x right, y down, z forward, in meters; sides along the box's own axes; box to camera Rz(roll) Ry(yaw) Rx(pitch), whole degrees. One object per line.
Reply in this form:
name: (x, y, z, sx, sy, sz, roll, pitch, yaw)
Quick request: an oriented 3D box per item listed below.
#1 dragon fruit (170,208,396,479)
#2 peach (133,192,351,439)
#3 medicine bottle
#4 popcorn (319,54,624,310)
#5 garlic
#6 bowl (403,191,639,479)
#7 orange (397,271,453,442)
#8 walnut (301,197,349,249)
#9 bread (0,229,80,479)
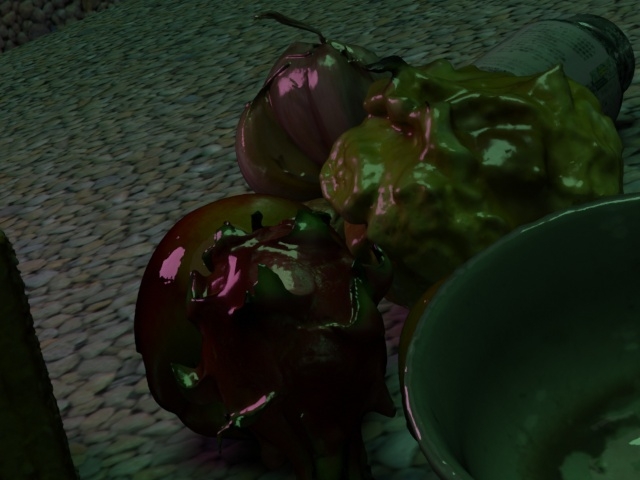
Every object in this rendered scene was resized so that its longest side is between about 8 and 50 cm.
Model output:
dragon fruit: (-0.018, 0.091, 1.010, 0.137, 0.236, 0.135, 5, -17, -23)
peach: (-0.049, 0.054, 1.186, 0.197, 0.197, 0.197, -15, 19, 5)
medicine bottle: (0.210, -0.133, 1.554, 0.141, 0.141, 0.293, -1, 25, 38)
popcorn: (0.125, -0.053, 1.282, 0.249, 0.225, 0.249, -15, 9, 2)
garlic: (0.014, -0.134, 1.650, 0.207, 0.257, 0.207, -3, 63, 7)
bowl: (0.196, 0.110, 0.841, 0.289, 0.146, 0.289, -7, 36, 5)
orange: (0.120, 0.090, 1.007, 0.134, 0.155, 0.154, -46, -3, 40)
walnut: (0.000, 0.000, 1.459, 0.079, 0.082, 0.096, -42, -3, 34)
bread: (-0.274, 0.094, 1.187, 0.110, 0.234, 0.184, -20, 20, -20)
